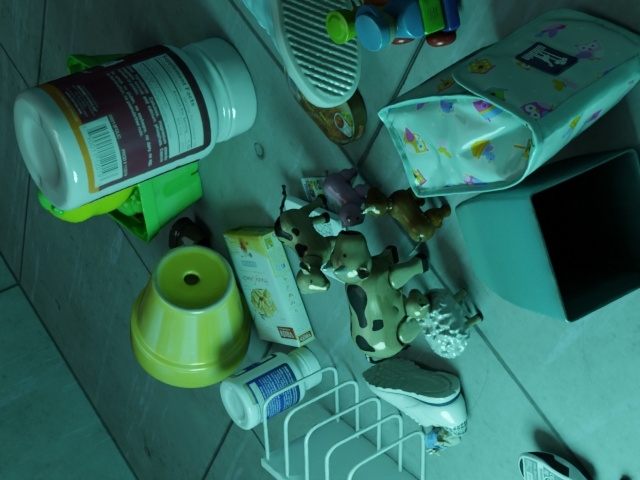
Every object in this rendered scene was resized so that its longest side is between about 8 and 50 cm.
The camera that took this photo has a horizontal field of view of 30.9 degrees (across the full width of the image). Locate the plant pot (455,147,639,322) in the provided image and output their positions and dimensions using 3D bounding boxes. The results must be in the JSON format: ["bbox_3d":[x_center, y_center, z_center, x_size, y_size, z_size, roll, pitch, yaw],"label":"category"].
[{"bbox_3d":[0.286,-0.011,1.485,0.234,0.166,0.165,5,116,65],"label":"plant pot"}]

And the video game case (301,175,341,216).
[{"bbox_3d":[0.014,-0.071,2.032,0.122,0.011,0.087,3,115,58],"label":"video game case"}]

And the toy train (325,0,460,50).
[{"bbox_3d":[0.065,-0.314,1.623,0.248,0.143,0.105,17,125,53],"label":"toy train"}]

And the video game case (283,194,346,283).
[{"bbox_3d":[0.000,0.000,2.084,0.157,0.019,0.143,25,138,47],"label":"video game case"}]

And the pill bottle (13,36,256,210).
[{"bbox_3d":[-0.326,-0.221,2.078,0.224,0.392,0.224,37,140,39],"label":"pill bottle"}]

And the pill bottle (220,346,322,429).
[{"bbox_3d":[-0.095,0.287,2.302,0.112,0.187,0.112,39,142,39],"label":"pill bottle"}]

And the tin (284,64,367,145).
[{"bbox_3d":[0.008,-0.238,1.887,0.189,0.040,0.106,52,152,22],"label":"tin"}]

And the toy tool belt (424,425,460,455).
[{"bbox_3d":[0.201,0.347,2.005,0.052,0.051,0.083,61,151,7],"label":"toy tool belt"}]

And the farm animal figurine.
[{"bbox_3d":[0.062,0.049,1.846,0.330,0.172,0.326,-10,104,54],"label":"farm animal figurine"}]

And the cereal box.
[{"bbox_3d":[-0.105,0.090,2.311,0.173,0.047,0.240,2,114,60],"label":"cereal box"}]

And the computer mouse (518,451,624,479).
[{"bbox_3d":[0.382,0.364,1.738,0.193,0.042,0.106,26,138,41],"label":"computer mouse"}]

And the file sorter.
[{"bbox_3d":[0.041,0.384,2.155,0.278,0.193,0.173,32,135,44],"label":"file sorter"}]

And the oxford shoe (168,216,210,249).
[{"bbox_3d":[-0.280,0.064,2.547,0.096,0.083,0.227,33,142,31],"label":"oxford shoe"}]

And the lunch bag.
[{"bbox_3d":[0.235,-0.164,1.379,0.262,0.223,0.160,-8,112,59],"label":"lunch bag"}]

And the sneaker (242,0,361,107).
[{"bbox_3d":[-0.046,-0.365,1.801,0.365,0.135,0.150,71,159,7],"label":"sneaker"}]

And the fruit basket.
[{"bbox_3d":[-0.436,-0.169,2.332,0.283,0.392,0.392,32,138,44],"label":"fruit basket"}]

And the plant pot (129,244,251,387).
[{"bbox_3d":[-0.265,0.138,2.378,0.254,0.254,0.239,50,153,25],"label":"plant pot"}]

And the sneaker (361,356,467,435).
[{"bbox_3d":[0.158,0.269,1.990,0.235,0.090,0.094,17,135,55],"label":"sneaker"}]
